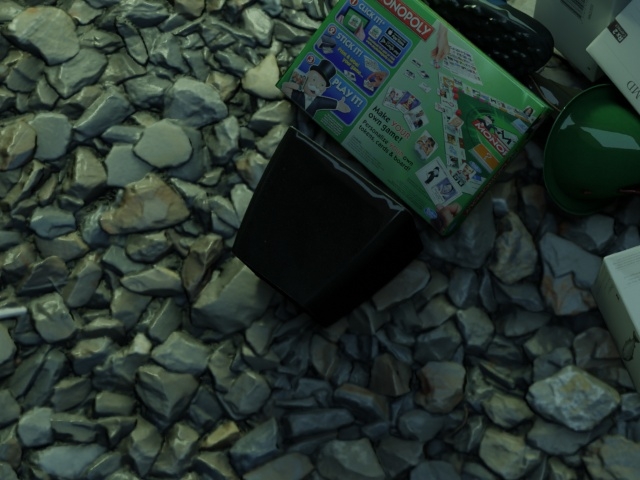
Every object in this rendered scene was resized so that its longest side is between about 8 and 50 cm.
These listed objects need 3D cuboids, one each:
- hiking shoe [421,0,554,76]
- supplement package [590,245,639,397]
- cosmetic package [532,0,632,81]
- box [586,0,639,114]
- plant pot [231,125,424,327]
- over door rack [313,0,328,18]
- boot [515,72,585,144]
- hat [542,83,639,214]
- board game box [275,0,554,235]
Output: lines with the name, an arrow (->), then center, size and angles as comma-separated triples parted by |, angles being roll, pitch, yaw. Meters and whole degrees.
hiking shoe -> 0.206, -0.326, 1.660 | 0.132, 0.113, 0.304 | -40, 52, -23
supplement package -> 0.419, 0.102, 1.499 | 0.105, 0.105, 0.179 | -17, 66, -6
cosmetic package -> 0.418, -0.371, 1.626 | 0.225, 0.224, 0.138 | -30, 61, -18
box -> 0.470, -0.215, 1.563 | 0.182, 0.119, 0.181 | -4, 54, -49
plant pot -> 0.000, 0.000, 1.526 | 0.188, 0.187, 0.167 | 36, 85, 16
over door rack -> -0.021, -0.486, 1.700 | 0.108, 0.239, 0.324 | -26, 68, -7
boot -> 0.336, -0.193, 1.663 | 0.137, 0.077, 0.198 | -25, 64, -26
hat -> 0.412, -0.093, 1.516 | 0.208, 0.173, 0.183 | -12, 24, -31
board game box -> 0.118, -0.188, 1.613 | 0.317, 0.046, 0.213 | 44, 105, 18
